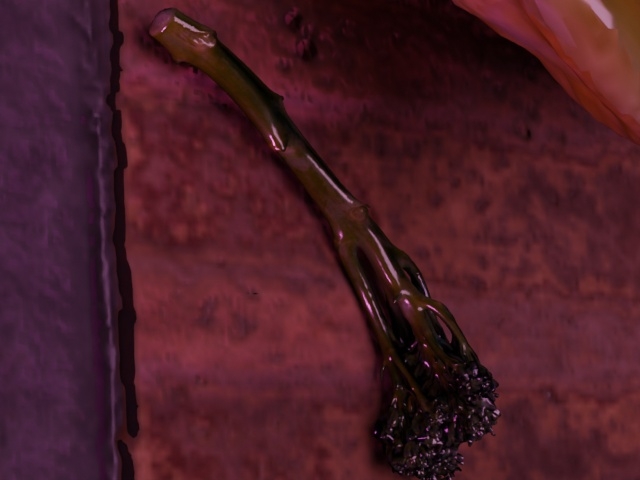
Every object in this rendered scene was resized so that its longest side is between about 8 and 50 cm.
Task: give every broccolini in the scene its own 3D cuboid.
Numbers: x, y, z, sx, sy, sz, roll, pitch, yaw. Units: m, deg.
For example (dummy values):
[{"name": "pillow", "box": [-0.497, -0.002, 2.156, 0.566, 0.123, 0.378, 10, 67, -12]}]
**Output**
[{"name": "broccolini", "box": [0.003, -0.002, 0.667, 0.194, 0.054, 0.052, 54, 25, -8]}]

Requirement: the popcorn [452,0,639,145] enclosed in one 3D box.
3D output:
[{"name": "popcorn", "box": [0.122, -0.211, 0.628, 0.293, 0.292, 0.334, -45, 88, 5]}]
